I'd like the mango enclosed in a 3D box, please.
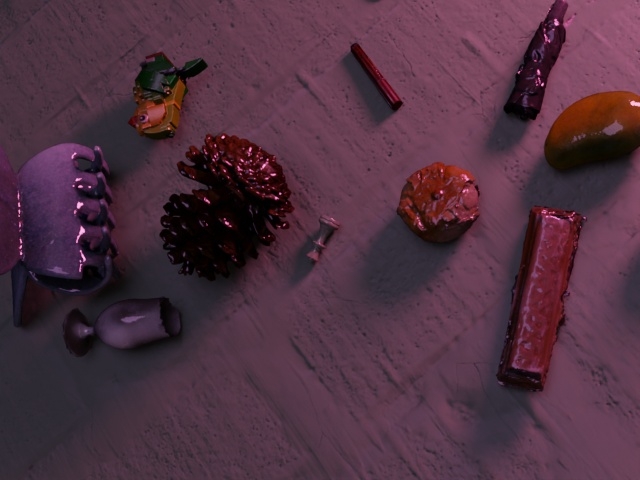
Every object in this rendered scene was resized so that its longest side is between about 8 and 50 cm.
[{"bbox_3d":[0.479,-0.196,1.767,0.191,0.085,0.122,-12,72,18],"label":"mango"}]

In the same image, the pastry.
[{"bbox_3d":[0.213,-0.069,1.837,0.153,0.081,0.153,-12,66,29],"label":"pastry"}]

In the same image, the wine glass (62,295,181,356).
[{"bbox_3d":[-0.387,0.166,1.996,0.222,0.103,0.103,-10,69,19],"label":"wine glass"}]

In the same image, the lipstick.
[{"bbox_3d":[0.106,-0.324,1.998,0.027,0.027,0.176,-36,62,7],"label":"lipstick"}]

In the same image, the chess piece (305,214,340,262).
[{"bbox_3d":[0.000,0.000,1.924,0.042,0.042,0.093,25,88,27],"label":"chess piece"}]

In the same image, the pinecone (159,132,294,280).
[{"bbox_3d":[-0.189,-0.056,1.917,0.292,0.246,0.246,-51,61,14],"label":"pinecone"}]

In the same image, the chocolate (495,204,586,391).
[{"bbox_3d":[0.368,0.090,1.728,0.102,0.065,0.329,8,74,25],"label":"chocolate"}]

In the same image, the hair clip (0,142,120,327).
[{"bbox_3d":[-0.534,-0.037,2.033,0.238,0.392,0.318,-7,66,-7],"label":"hair clip"}]

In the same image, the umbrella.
[{"bbox_3d":[0.404,-0.332,1.862,0.066,0.059,0.235,23,79,5],"label":"umbrella"}]

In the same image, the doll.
[{"bbox_3d":[-0.327,-0.299,2.123,0.134,0.106,0.186,13,78,15],"label":"doll"}]
